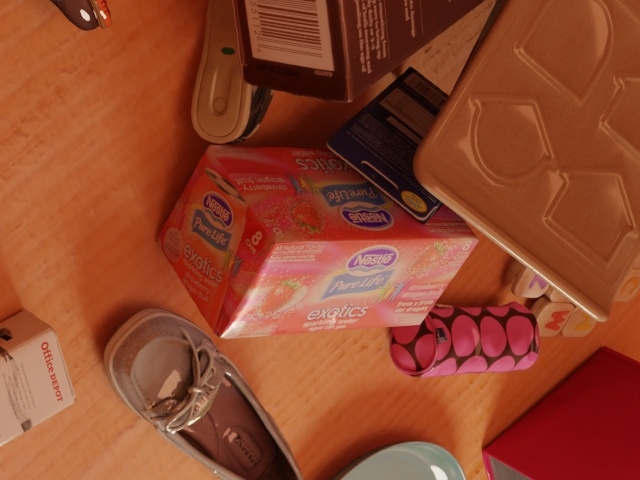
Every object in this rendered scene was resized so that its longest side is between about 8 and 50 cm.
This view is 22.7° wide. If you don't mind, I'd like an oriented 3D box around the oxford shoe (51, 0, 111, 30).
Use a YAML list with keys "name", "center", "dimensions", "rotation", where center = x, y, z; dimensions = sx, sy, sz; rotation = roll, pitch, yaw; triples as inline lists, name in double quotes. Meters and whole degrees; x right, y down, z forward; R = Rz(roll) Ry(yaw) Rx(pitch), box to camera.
- name: "oxford shoe"
  center: [-0.286, -0.273, 1.418]
  dimensions: [0.098, 0.097, 0.271]
  rotation: [-37, 129, 3]

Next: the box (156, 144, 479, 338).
- name: "box"
  center: [0.000, 0.000, 1.714]
  dimensions: [0.300, 0.154, 0.142]
  rotation: [-1, 135, -41]

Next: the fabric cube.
- name: "fabric cube"
  center: [0.420, 0.354, 2.220]
  dimensions: [0.258, 0.254, 0.259]
  rotation: [-37, 130, -26]

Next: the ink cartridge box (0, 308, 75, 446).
- name: "ink cartridge box"
  center: [-0.323, 0.146, 1.589]
  dimensions: [0.135, 0.056, 0.099]
  rotation: [-30, 127, -28]

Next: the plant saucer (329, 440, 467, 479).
- name: "plant saucer"
  center: [0.066, 0.397, 2.069]
  dimensions: [0.317, 0.044, 0.317]
  rotation: [-19, 122, -34]

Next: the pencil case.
- name: "pencil case"
  center: [0.188, 0.121, 2.020]
  dimensions: [0.209, 0.095, 0.098]
  rotation: [2, 88, -45]

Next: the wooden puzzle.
- name: "wooden puzzle"
  center: [0.276, -0.132, 1.771]
  dimensions: [0.322, 0.080, 0.348]
  rotation: [36, 77, -29]

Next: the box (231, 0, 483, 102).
- name: "box"
  center: [0.068, -0.307, 1.603]
  dimensions: [0.381, 0.143, 0.191]
  rotation: [-38, 132, -43]

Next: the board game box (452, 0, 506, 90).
- name: "board game box"
  center: [0.331, -0.188, 1.903]
  dimensions: [0.303, 0.097, 0.224]
  rotation: [34, 75, -25]

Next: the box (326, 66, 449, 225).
- name: "box"
  center: [0.098, -0.100, 1.747]
  dimensions: [0.036, 0.136, 0.225]
  rotation: [-55, 173, 38]

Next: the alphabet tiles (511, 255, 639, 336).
- name: "alphabet tiles"
  center: [0.380, 0.011, 2.136]
  dimensions: [0.278, 0.021, 0.284]
  rotation: [5, 119, -46]

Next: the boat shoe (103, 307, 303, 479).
- name: "boat shoe"
  center: [-0.121, 0.188, 1.758]
  dimensions: [0.118, 0.103, 0.320]
  rotation: [-48, 134, -15]

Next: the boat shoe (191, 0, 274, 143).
- name: "boat shoe"
  center: [-0.070, -0.213, 1.645]
  dimensions: [0.079, 0.084, 0.233]
  rotation: [0, 108, -64]
